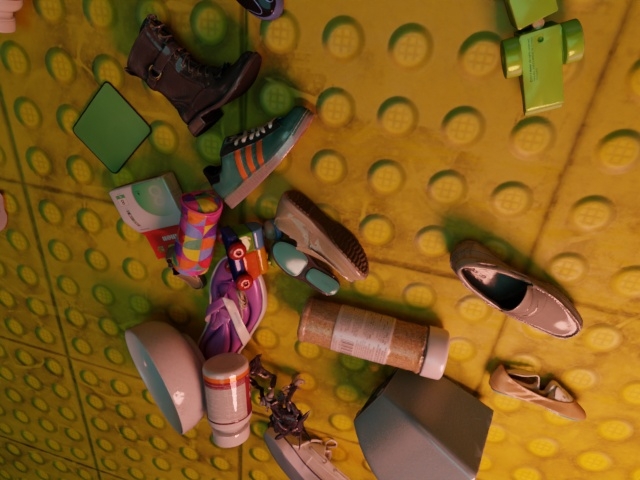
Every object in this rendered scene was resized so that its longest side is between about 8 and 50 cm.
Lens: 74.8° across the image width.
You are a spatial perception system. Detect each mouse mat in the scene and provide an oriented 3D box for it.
[{"bbox_3d":[-0.513,-0.271,1.026,0.190,0.007,0.152,-35,102,27],"label":"mouse mat"}]

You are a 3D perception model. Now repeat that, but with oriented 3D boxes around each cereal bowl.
[{"bbox_3d":[-0.423,0.375,1.218,0.339,0.141,0.338,32,136,37],"label":"cereal bowl"}]

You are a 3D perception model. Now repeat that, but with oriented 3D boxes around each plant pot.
[{"bbox_3d":[0.235,0.471,1.058,0.252,0.247,0.247,41,122,13],"label":"plant pot"}]

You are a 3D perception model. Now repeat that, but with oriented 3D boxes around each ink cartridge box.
[{"bbox_3d":[-0.417,-0.050,1.085,0.181,0.056,0.224,-10,111,21],"label":"ink cartridge box"}]

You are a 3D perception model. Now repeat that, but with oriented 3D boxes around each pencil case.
[{"bbox_3d":[-0.304,-0.015,1.013,0.105,0.104,0.236,29,130,1],"label":"pencil case"}]

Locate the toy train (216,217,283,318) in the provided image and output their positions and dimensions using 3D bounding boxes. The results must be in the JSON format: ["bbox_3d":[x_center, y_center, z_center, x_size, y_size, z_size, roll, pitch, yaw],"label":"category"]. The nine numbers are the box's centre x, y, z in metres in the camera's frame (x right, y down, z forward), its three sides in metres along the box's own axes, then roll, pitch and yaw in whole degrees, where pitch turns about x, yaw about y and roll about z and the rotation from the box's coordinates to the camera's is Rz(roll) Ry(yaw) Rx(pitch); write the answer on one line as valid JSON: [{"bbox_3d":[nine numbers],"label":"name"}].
[{"bbox_3d":[-0.153,0.067,1.030,0.144,0.105,0.247,-20,124,-22],"label":"toy train"}]

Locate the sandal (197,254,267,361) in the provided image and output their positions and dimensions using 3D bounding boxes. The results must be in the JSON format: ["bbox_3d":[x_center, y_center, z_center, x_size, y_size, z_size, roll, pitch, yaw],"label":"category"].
[{"bbox_3d":[-0.254,0.227,1.149,0.170,0.102,0.416,21,120,5],"label":"sandal"}]

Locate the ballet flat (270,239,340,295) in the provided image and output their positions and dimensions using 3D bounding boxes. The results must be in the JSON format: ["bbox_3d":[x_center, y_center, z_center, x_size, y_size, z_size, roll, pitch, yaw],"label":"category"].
[{"bbox_3d":[-0.041,0.064,1.016,0.203,0.074,0.074,37,121,-17],"label":"ballet flat"}]

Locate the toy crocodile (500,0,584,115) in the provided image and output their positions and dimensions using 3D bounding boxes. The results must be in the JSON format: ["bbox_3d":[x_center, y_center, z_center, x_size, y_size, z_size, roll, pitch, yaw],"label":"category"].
[{"bbox_3d":[0.338,-0.372,0.675,0.115,0.105,0.340,-14,116,22],"label":"toy crocodile"}]

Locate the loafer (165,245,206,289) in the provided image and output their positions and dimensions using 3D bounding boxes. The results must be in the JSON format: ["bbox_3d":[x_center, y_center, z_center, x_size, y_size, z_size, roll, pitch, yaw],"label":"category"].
[{"bbox_3d":[-0.371,0.084,1.135,0.056,0.050,0.148,-24,115,26],"label":"loafer"}]

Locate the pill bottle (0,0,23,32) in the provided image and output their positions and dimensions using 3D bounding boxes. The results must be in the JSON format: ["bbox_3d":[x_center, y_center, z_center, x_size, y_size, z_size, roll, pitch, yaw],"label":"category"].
[{"bbox_3d":[-0.687,-0.557,0.863,0.121,0.121,0.216,25,120,3],"label":"pill bottle"}]

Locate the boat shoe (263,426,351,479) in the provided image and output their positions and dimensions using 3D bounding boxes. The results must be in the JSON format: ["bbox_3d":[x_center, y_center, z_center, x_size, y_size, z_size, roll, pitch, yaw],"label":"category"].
[{"bbox_3d":[-0.012,0.684,1.302,0.367,0.157,0.135,26,131,36],"label":"boat shoe"}]

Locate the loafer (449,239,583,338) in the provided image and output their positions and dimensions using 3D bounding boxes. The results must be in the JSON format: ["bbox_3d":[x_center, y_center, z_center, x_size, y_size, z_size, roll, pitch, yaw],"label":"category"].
[{"bbox_3d":[0.414,0.120,0.890,0.320,0.111,0.112,31,121,0],"label":"loafer"}]

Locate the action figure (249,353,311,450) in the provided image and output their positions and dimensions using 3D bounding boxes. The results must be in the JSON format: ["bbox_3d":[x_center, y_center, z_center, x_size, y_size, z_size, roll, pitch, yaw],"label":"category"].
[{"bbox_3d":[-0.114,0.455,1.209,0.275,0.141,0.164,48,118,7],"label":"action figure"}]

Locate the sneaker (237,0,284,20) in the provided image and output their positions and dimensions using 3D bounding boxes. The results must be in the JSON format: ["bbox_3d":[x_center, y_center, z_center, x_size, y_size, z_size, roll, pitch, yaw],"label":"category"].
[{"bbox_3d":[-0.167,-0.497,0.756,0.232,0.090,0.081,45,119,-9],"label":"sneaker"}]

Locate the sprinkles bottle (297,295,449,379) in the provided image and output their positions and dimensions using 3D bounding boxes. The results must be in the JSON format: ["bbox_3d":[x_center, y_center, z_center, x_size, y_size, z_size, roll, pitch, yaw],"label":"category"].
[{"bbox_3d":[0.127,0.235,1.030,0.356,0.121,0.121,13,119,10],"label":"sprinkles bottle"}]

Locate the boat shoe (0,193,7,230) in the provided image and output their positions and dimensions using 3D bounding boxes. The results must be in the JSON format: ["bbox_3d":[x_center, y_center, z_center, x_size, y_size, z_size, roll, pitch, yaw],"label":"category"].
[{"bbox_3d":[-0.960,-0.090,1.233,0.040,0.049,0.142,34,121,20],"label":"boat shoe"}]

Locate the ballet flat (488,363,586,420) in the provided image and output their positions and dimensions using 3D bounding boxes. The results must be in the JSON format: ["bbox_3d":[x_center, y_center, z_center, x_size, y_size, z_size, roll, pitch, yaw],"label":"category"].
[{"bbox_3d":[0.529,0.362,1.005,0.233,0.080,0.073,17,105,6],"label":"ballet flat"}]

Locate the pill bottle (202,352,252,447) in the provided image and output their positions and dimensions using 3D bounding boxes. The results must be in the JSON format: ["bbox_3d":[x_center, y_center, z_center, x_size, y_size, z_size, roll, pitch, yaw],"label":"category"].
[{"bbox_3d":[-0.247,0.427,1.125,0.121,0.121,0.221,2,103,16],"label":"pill bottle"}]

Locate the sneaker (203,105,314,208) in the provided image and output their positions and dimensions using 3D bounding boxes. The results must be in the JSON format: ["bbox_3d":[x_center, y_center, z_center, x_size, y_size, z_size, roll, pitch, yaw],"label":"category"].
[{"bbox_3d":[-0.145,-0.194,0.896,0.121,0.108,0.302,44,121,-13],"label":"sneaker"}]

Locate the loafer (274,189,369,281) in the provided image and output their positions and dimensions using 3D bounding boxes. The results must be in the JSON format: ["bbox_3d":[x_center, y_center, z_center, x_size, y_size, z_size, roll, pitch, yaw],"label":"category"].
[{"bbox_3d":[0.000,0.000,0.965,0.268,0.102,0.092,45,121,2],"label":"loafer"}]

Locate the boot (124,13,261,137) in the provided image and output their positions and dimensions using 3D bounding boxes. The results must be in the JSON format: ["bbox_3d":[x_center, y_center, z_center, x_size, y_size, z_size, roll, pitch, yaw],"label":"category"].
[{"bbox_3d":[-0.272,-0.362,0.858,0.263,0.091,0.229,-34,104,30],"label":"boot"}]
